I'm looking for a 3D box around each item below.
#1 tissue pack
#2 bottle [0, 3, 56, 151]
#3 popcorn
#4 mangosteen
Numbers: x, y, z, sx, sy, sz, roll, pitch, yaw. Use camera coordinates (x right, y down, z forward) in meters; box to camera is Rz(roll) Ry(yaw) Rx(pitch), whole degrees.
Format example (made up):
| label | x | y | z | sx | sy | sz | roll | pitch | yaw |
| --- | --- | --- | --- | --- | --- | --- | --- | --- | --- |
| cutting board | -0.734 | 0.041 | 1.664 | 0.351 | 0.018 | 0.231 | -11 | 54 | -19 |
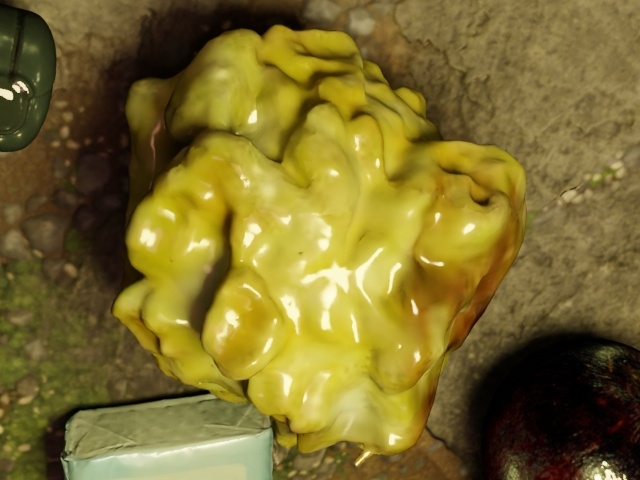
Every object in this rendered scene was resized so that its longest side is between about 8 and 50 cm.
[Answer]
| label | x | y | z | sx | sy | sz | roll | pitch | yaw |
| --- | --- | --- | --- | --- | --- | --- | --- | --- | --- |
| tissue pack | -0.129 | 0.262 | 1.370 | 0.177 | 0.089 | 0.263 | -6 | 122 | -9 |
| bottle | -0.352 | -0.134 | 1.070 | 0.336 | 0.144 | 0.144 | 6 | 117 | -19 |
| popcorn | -0.018 | 0.001 | 1.147 | 0.312 | 0.312 | 0.312 | -6 | 119 | -11 |
| mangosteen | 0.230 | 0.201 | 1.352 | 0.216 | 0.216 | 0.216 | -6 | 119 | -11 |
